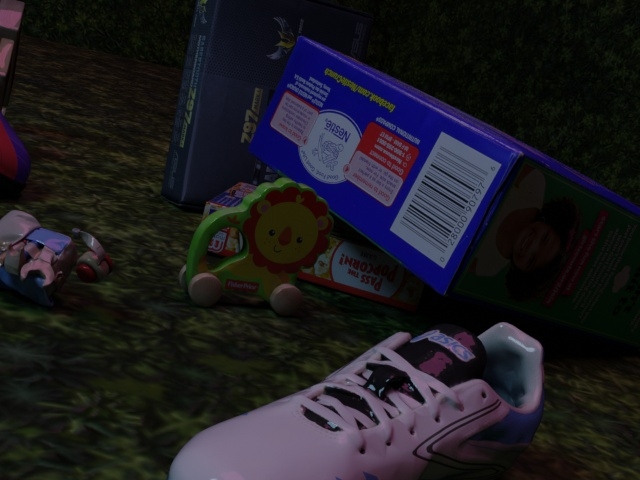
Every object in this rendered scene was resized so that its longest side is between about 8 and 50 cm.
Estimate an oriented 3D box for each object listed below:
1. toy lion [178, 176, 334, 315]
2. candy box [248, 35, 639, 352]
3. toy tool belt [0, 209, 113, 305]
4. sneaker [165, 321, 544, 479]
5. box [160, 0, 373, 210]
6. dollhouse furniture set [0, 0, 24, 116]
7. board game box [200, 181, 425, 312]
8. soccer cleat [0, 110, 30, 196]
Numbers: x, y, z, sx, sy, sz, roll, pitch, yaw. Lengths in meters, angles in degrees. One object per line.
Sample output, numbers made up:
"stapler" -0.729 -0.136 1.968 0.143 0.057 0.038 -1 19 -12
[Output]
"toy lion" -0.041 0.001 0.639 0.100 0.096 0.034 8 14 -27
"candy box" 0.140 -0.036 0.787 0.317 0.122 0.268 15 17 -43
"toy tool belt" -0.173 0.019 0.541 0.083 0.052 0.051 16 43 20
"sneaker" 0.026 0.079 0.405 0.085 0.086 0.237 26 17 35
"box" -0.054 -0.141 0.935 0.183 0.232 0.059 8 8 -33
"dollhouse furniture set" -0.385 -0.183 0.936 0.123 0.144 0.151 11 49 -18
"board game box" 0.000 0.000 0.814 0.194 0.045 0.147 16 12 3
"soccer cleat" -0.320 -0.159 0.690 0.109 0.116 0.318 30 -15 49
